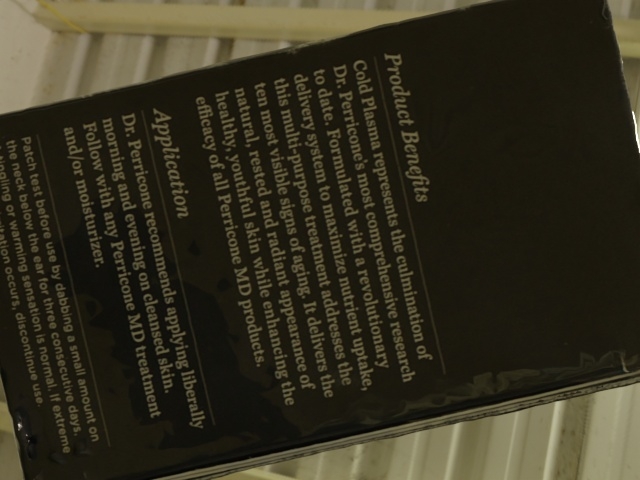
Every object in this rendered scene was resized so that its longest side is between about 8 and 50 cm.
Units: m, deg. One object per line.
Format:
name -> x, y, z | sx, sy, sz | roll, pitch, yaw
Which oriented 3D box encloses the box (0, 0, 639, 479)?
box -> 0.000, 0.000, 0.781 | 0.472, 0.480, 0.297 | -11, -88, 1
